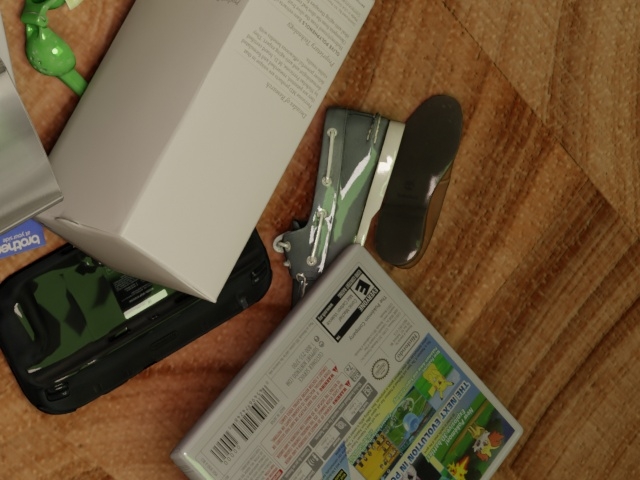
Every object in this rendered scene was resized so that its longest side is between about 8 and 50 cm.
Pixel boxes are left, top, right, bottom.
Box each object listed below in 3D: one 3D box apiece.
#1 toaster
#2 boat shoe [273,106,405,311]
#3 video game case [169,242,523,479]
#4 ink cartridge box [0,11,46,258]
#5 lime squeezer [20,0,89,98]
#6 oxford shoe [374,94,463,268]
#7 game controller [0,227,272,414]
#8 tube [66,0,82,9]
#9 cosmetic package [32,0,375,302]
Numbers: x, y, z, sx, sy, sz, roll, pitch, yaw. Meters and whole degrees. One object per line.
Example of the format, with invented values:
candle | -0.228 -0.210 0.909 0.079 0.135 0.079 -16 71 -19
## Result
toaster | -0.340 -0.095 1.767 0.110 0.185 0.168 -29 114 -16
boat shoe | 0.000 0.000 2.121 0.099 0.116 0.320 21 96 0
video game case | 0.038 0.218 2.007 0.300 0.036 0.329 48 60 -14
ink cartridge box | -0.396 -0.120 1.871 0.185 0.065 0.311 -18 109 -25
lime squeezer | -0.258 -0.239 1.923 0.110 0.059 0.310 -14 108 -26
oxford shoe | 0.118 -0.068 2.185 0.212 0.076 0.076 -71 160 -6
game controller | -0.203 0.055 2.035 0.319 0.067 0.166 -30 101 -21
tube | -0.184 -0.339 1.907 0.240 0.062 0.070 -39 80 -22
cosmetic package | -0.127 -0.141 1.908 0.155 0.197 0.366 36 77 -40
